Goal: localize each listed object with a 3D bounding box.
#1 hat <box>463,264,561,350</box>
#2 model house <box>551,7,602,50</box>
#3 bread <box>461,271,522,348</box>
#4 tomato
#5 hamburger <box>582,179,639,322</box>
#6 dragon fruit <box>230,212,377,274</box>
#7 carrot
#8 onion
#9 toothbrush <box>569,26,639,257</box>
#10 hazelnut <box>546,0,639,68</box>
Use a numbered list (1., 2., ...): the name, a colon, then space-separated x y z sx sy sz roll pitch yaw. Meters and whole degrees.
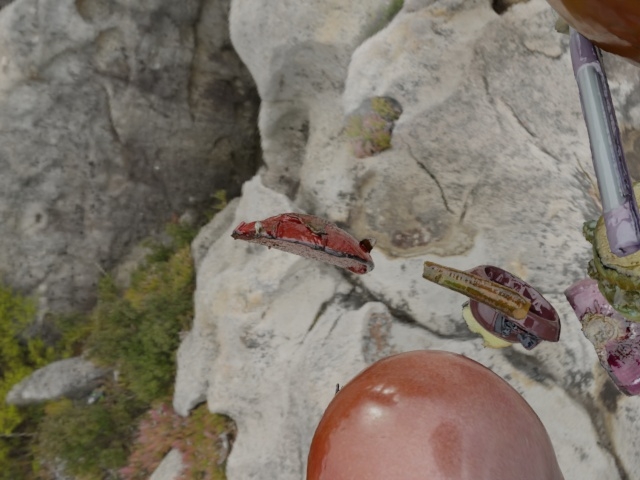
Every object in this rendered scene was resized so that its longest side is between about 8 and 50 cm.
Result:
1. hat: 0.321 0.122 1.199 0.205 0.205 0.089 40 111 24
2. model house: 0.640 -0.531 1.186 0.395 0.400 0.445 -41 38 54
3. bread: 0.441 0.174 1.689 0.160 0.169 0.140 -36 89 24
4. tomato: 0.156 0.299 0.824 0.273 0.342 0.341 -9 83 41
5. hamburger: 0.398 0.019 0.837 0.159 0.131 0.185 -48 49 -9
6. dragon fruit: 0.000 0.000 1.570 0.282 0.344 0.100 9 82 61
7. carrot: 0.234 0.074 1.051 0.171 0.042 0.042 21 98 12
8. onion: 0.683 0.207 1.525 0.159 0.349 0.267 -30 59 20
9. toothbrush: 0.217 -0.135 0.550 0.024 0.029 0.353 -33 40 42
10. hazelnut: 0.306 -0.281 0.452 0.366 0.366 0.365 -2 87 29
